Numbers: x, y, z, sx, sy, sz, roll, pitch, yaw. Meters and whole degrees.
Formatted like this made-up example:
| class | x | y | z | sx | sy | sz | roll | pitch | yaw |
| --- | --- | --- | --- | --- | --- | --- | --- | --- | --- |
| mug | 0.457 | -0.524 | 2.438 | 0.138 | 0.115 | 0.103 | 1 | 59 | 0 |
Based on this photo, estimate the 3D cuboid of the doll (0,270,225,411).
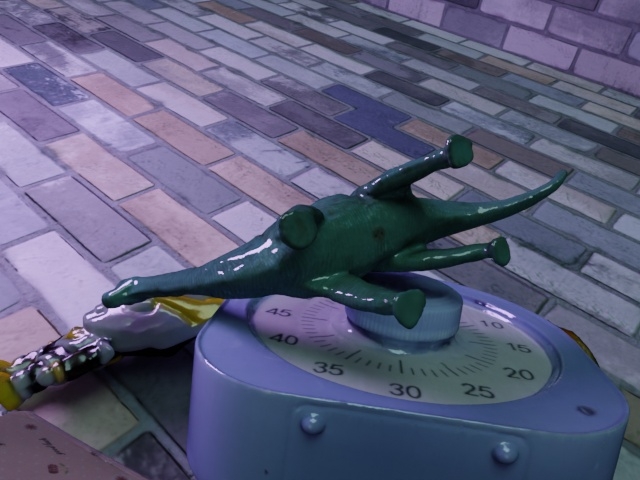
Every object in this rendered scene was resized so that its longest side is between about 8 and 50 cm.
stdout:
| class | x | y | z | sx | sy | sz | roll | pitch | yaw |
| --- | --- | --- | --- | --- | --- | --- | --- | --- | --- |
| doll | -0.233 | 0.109 | 0.644 | 0.316 | 0.145 | 0.103 | -24 | 82 | -27 |

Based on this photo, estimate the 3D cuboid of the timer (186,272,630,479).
| class | x | y | z | sx | sy | sz | roll | pitch | yaw |
| --- | --- | --- | --- | --- | --- | --- | --- | --- | --- |
| timer | 0.075 | 0.122 | 0.545 | 0.394 | 0.173 | 0.395 | 5 | 14 | -1 |

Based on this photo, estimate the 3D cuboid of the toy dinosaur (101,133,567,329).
| class | x | y | z | sx | sy | sz | roll | pitch | yaw |
| --- | --- | --- | --- | --- | --- | --- | --- | --- | --- |
| toy dinosaur | 0.000 | 0.000 | 0.527 | 0.383 | 0.130 | 0.330 | -18 | 6 | -34 |

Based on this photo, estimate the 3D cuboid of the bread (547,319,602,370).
| class | x | y | z | sx | sy | sz | roll | pitch | yaw |
| --- | --- | --- | --- | --- | --- | --- | --- | --- | --- |
| bread | 0.296 | 0.167 | 0.695 | 0.140 | 0.069 | 0.128 | -2 | 39 | -8 |

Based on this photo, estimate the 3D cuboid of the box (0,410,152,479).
| class | x | y | z | sx | sy | sz | roll | pitch | yaw |
| --- | --- | --- | --- | --- | --- | --- | --- | --- | --- |
| box | -0.238 | 0.246 | 0.285 | 0.225 | 0.191 | 0.297 | 21 | -3 | 16 |
